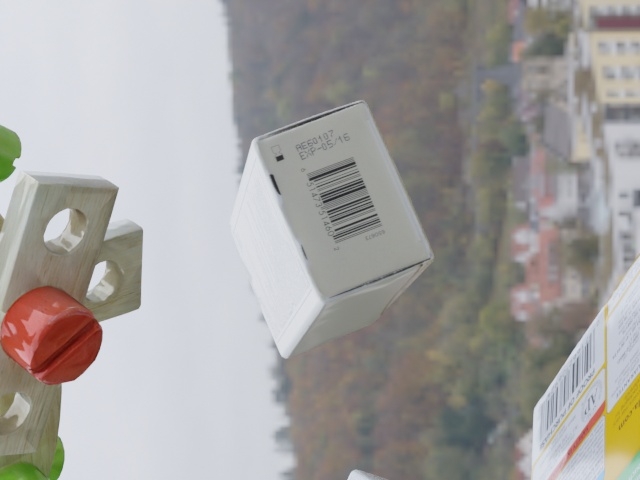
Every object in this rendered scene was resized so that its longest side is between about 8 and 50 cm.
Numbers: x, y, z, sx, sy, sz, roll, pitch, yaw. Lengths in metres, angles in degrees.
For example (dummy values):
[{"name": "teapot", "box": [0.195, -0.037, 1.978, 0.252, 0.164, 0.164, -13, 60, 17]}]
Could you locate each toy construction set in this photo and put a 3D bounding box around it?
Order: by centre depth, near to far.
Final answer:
[{"name": "toy construction set", "box": [-0.171, 0.019, 0.612, 0.215, 0.151, 0.328, -59, 37, 1]}]

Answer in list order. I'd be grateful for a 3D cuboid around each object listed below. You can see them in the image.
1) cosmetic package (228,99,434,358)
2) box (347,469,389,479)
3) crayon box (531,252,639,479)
[{"name": "cosmetic package", "box": [0.000, 0.000, 1.377, 0.309, 0.113, 0.160, 120, 128, -76]}, {"name": "box", "box": [0.057, 0.212, 0.906, 0.102, 0.087, 0.101, 26, -91, -42]}, {"name": "crayon box", "box": [0.207, 0.162, 0.923, 0.323, 0.083, 0.203, -74, 8, -54]}]
